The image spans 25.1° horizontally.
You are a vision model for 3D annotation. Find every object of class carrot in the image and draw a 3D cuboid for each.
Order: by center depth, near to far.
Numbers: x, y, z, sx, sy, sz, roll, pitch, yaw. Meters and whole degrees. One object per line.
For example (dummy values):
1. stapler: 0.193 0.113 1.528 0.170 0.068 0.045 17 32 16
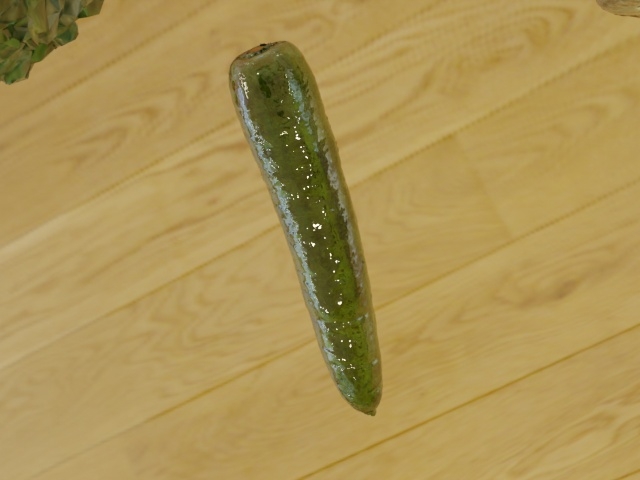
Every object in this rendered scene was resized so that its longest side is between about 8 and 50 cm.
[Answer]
1. carrot: 0.000 0.000 1.242 0.074 0.074 0.359 -8 113 21

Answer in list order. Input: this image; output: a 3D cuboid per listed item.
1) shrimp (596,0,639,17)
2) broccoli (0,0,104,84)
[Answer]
1. shrimp: 0.300 -0.212 1.090 0.223 0.126 0.047 154 117 -64
2. broccoli: -0.218 -0.162 0.480 0.249 0.375 0.302 -23 91 56
